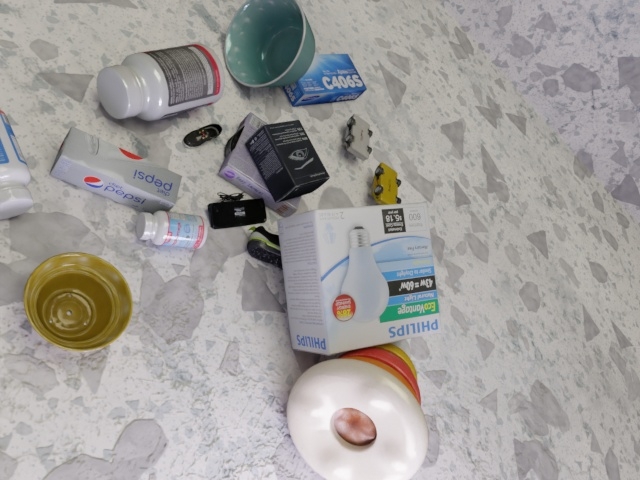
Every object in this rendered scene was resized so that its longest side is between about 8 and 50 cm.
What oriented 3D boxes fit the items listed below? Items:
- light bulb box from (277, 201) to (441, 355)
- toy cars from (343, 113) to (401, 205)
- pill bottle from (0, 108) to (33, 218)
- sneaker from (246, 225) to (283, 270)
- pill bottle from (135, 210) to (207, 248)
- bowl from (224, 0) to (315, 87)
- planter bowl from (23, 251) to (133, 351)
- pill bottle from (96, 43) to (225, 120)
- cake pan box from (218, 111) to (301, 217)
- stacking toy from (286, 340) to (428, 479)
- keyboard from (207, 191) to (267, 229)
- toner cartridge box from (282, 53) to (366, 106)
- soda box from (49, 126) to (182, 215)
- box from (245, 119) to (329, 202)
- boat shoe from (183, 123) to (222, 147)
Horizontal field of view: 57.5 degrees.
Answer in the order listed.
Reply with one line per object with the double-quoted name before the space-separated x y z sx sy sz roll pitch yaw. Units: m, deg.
"light bulb box" 0.103 0.096 1.568 0.358 0.225 0.360 -6 88 -27
"toy cars" 0.169 -0.265 2.059 0.177 0.087 0.393 -14 72 -49
"pill bottle" -0.694 -0.163 1.233 0.124 0.124 0.221 -17 77 -44
"sneaker" -0.100 0.025 1.656 0.235 0.084 0.097 29 48 -25
"pill bottle" -0.371 -0.028 1.455 0.160 0.087 0.087 6 62 -37
"bowl" -0.140 -0.625 1.883 0.163 0.312 0.311 8 60 -59
"planter bowl" -0.518 0.141 1.229 0.217 0.090 0.217 21 53 -31
"pill bottle" -0.427 -0.424 1.574 0.319 0.176 0.176 -31 88 -46
"cake pan box" -0.161 -0.231 1.767 0.267 0.070 0.245 32 47 -23
"stacking toy" 0.150 0.392 1.561 0.350 0.351 0.480 55 26 -1
"keyboard" -0.240 -0.089 1.651 0.192 0.038 0.100 -9 95 -44
"toner cartridge box" 0.004 -0.584 2.106 0.348 0.075 0.165 -21 79 -45
"soda box" -0.493 -0.160 1.425 0.287 0.091 0.098 25 52 -28
"box" -0.096 -0.232 1.698 0.153 0.108 0.207 -19 80 -45
"boat shoe" -0.339 -0.304 1.677 0.133 0.042 0.048 -34 92 -44
